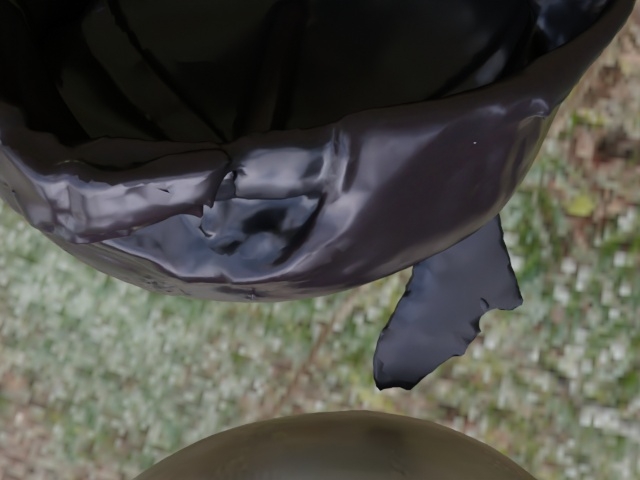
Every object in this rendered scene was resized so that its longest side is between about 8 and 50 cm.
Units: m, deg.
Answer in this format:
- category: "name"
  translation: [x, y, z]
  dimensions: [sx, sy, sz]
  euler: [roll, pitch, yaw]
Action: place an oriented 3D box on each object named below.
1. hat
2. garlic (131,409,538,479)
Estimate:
- category: "hat"
  translation: [-0.010, -0.103, 0.688]
  dimensions: [0.238, 0.336, 0.209]
  euler: [17, 154, 2]
- category: "garlic"
  translation: [-0.042, 0.177, 0.706]
  dimensions: [0.340, 0.231, 0.246]
  euler: [6, 162, 0]
